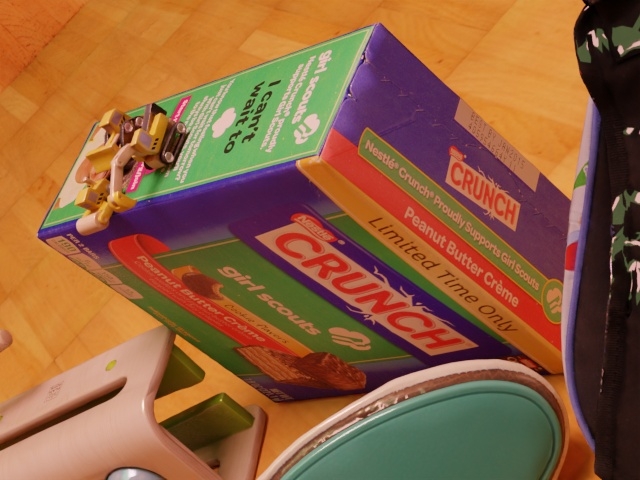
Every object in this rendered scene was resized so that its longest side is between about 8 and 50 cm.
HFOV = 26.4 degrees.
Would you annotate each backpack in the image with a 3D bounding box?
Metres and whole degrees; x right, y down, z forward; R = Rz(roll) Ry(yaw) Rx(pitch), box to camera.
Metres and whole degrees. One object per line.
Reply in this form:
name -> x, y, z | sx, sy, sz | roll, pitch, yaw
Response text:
backpack -> 0.237, 0.012, 0.652 | 0.276, 0.213, 0.263 | 15, 90, 24

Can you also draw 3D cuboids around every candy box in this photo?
candy box -> 0.000, 0.000, 0.980 | 0.317, 0.268, 0.122 | -14, 48, 45

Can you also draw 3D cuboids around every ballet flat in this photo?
ballet flat -> -0.016, 0.213, 0.878 | 0.400, 0.139, 0.139 | -43, 27, -1

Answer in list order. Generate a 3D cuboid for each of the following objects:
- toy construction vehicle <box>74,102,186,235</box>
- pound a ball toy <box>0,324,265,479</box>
toy construction vehicle -> -0.136, -0.055, 0.917 | 0.086, 0.035, 0.098 | -13, 49, 46
pound a ball toy -> -0.236, 0.179, 1.126 | 0.319, 0.208, 0.136 | -26, 33, 31
